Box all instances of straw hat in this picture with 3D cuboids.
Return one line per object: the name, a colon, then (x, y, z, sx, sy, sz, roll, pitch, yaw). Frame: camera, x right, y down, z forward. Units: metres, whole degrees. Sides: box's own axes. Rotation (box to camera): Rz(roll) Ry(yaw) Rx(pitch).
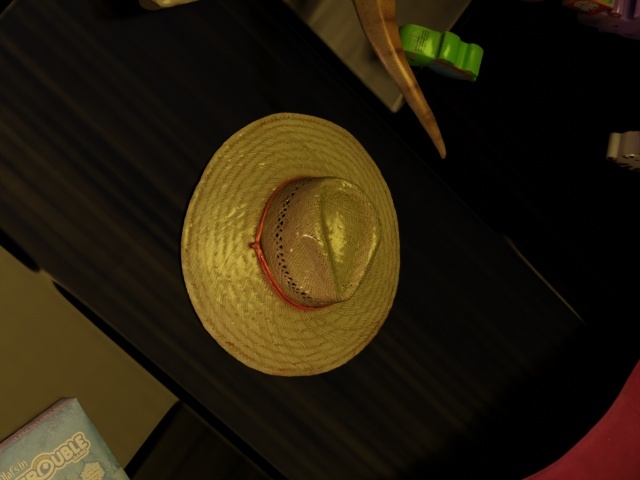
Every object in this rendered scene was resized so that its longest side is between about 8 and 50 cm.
straw hat: (0.000, 0.000, 0.775, 0.144, 0.061, 0.144, 2, 85, -29)

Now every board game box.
board game box: (-0.133, 0.138, 0.715, 0.090, 0.020, 0.090, -37, 103, -26)

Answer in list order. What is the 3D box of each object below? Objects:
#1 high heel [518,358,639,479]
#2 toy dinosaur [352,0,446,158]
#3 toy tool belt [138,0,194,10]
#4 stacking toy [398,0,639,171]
high heel: (0.122, 0.120, 0.833, 0.377, 0.127, 0.181, -7, 61, -25)
toy dinosaur: (0.023, -0.158, 0.776, 0.112, 0.064, 0.211, 7, 69, -15)
toy tool belt: (-0.061, -0.152, 0.759, 0.083, 0.052, 0.051, -21, 105, -29)
stacking toy: (0.147, -0.149, 0.877, 0.221, 0.052, 0.167, 18, 76, -25)
